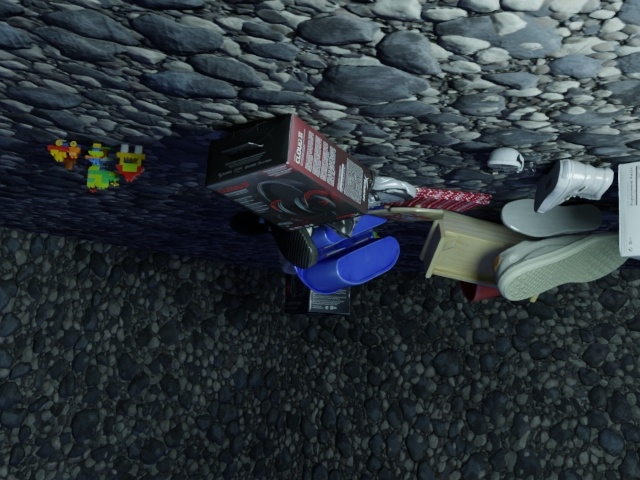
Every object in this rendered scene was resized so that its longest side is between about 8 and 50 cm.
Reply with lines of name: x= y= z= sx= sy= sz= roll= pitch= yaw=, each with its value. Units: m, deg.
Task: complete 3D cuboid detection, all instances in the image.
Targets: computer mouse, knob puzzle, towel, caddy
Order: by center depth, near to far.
computer mouse: x=0.392 y=-0.166 z=1.518 sx=0.106 sy=0.042 sz=0.193 roll=5 pitch=179 yaw=19
knob puzzle: x=0.254 y=-0.081 z=2.009 sx=0.213 sy=0.030 sz=0.213 roll=3 pitch=173 yaw=0
towel: x=0.306 y=-0.109 z=2.013 sx=0.274 sy=0.031 sz=0.199 roll=4 pitch=173 yaw=-11
caddy: x=0.063 y=0.013 z=2.086 sx=0.341 sy=0.241 sz=0.179 roll=-22 pitch=-174 yaw=-43

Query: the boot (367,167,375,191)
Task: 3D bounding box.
boot: x=-0.026 y=-0.151 z=1.638 sx=0.263 sy=0.091 sz=0.229 roll=-7 pitch=162 yaw=16

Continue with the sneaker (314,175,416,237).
sneaker: x=0.104 y=-0.080 z=1.834 sx=0.268 sy=0.153 sz=0.101 roll=3 pitch=172 yaw=0

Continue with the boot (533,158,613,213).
boot: x=0.565 y=-0.111 z=1.638 sx=0.123 sy=0.095 sz=0.258 roll=9 pitch=172 yaw=4

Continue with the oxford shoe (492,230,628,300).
oxford shoe: x=0.670 y=0.043 z=2.016 sx=0.449 sy=0.169 sz=0.130 roll=-14 pitch=-140 yaw=-14

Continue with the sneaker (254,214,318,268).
sneaker: x=-0.060 y=-0.052 z=1.908 sx=0.146 sy=0.122 sz=0.330 roll=-8 pitch=-140 yaw=-28

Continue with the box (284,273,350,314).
box: x=-0.014 y=0.145 z=2.970 sx=0.179 sy=0.313 sz=0.343 roll=6 pitch=171 yaw=-18

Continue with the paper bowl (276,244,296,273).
paper bowl: x=0.000 y=0.000 z=2.337 sx=0.284 sy=0.148 sz=0.284 roll=-13 pitch=166 yaw=-3

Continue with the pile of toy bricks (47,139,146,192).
pile of toy bricks: x=-0.502 y=-0.160 z=1.651 sx=0.212 sy=0.105 sz=0.118 roll=4 pitch=172 yaw=-6

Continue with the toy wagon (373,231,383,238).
toy wagon: x=0.059 y=-0.023 z=2.616 sx=0.344 sy=0.068 sz=0.267 roll=2 pitch=173 yaw=4

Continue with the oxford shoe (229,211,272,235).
oxford shoe: x=-0.190 y=-0.051 z=2.443 sx=0.227 sy=0.083 sz=0.096 roll=2 pitch=174 yaw=8

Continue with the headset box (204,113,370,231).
headset box: x=-0.071 y=-0.131 z=1.456 sx=0.218 sy=0.110 sz=0.293 roll=-11 pitch=154 yaw=35

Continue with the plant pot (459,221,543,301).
plant pot: x=0.589 y=0.059 z=2.378 sx=0.243 sy=0.275 sz=0.275 roll=-6 pitch=173 yaw=-3

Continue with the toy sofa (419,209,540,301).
toy sofa: x=0.489 y=0.043 z=2.171 sx=0.362 sy=0.150 sz=0.177 roll=13 pitch=-148 yaw=-6

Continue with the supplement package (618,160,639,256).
supplement package: x=0.777 y=-0.055 z=1.571 sx=0.261 sy=0.204 sz=0.145 roll=9 pitch=169 yaw=-39

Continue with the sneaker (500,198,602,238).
sneaker: x=0.618 y=-0.048 z=2.058 sx=0.292 sy=0.108 sz=0.169 roll=3 pitch=169 yaw=-12
